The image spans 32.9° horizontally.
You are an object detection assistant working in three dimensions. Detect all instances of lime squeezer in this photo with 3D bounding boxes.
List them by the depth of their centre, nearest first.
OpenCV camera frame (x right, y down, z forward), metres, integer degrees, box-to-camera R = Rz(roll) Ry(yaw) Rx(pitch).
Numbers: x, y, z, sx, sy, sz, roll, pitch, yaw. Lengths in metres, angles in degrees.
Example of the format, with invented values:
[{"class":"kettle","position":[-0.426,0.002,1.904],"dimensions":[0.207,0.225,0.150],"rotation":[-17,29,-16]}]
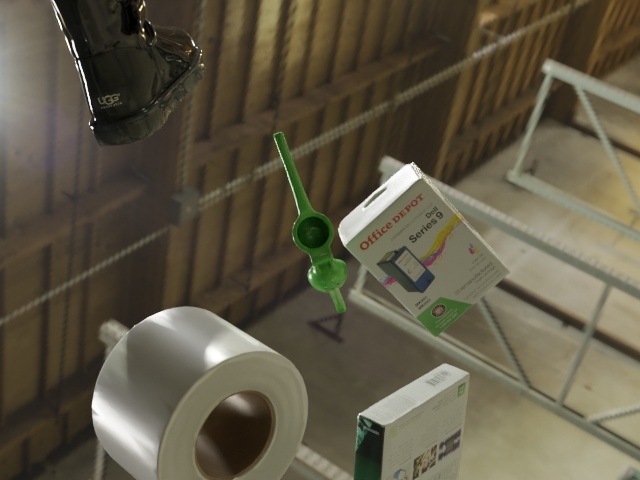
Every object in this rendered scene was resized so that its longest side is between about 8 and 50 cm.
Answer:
[{"class":"lime squeezer","position":[0.000,0.000,1.518],"dimensions":[0.110,0.058,0.310],"rotation":[-79,-27,-55]}]

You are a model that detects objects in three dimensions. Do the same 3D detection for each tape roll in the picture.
[{"class":"tape roll","position":[-0.161,0.230,1.462],"dimensions":[0.246,0.169,0.246],"rotation":[-19,-60,-35]}]

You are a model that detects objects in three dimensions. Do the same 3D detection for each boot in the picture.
[{"class":"boot","position":[-0.310,-0.410,1.571],"dimensions":[0.367,0.146,0.445],"rotation":[-87,-18,-62]}]

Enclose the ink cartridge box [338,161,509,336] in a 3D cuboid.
[{"class":"ink cartridge box","position":[0.153,0.014,1.624],"dimensions":[0.154,0.212,0.093],"rotation":[-41,17,9]}]

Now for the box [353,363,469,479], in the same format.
[{"class":"box","position":[0.138,0.380,1.715],"dimensions":[0.232,0.058,0.322],"rotation":[-20,-60,-46]}]
